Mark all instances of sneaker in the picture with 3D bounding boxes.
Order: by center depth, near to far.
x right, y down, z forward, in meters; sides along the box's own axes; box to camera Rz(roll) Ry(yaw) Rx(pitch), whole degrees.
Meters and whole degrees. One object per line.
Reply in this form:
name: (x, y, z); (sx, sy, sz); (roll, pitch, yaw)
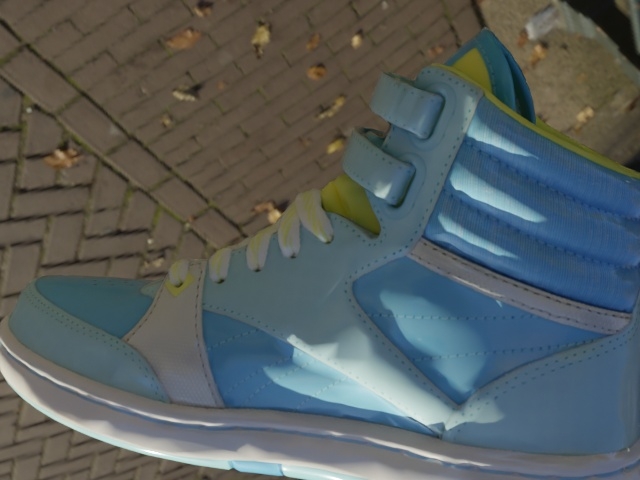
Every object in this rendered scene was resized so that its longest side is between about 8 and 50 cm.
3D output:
sneaker: (0.000, 0.000, 0.463); (0.127, 0.319, 0.208); (-28, 126, -73)
